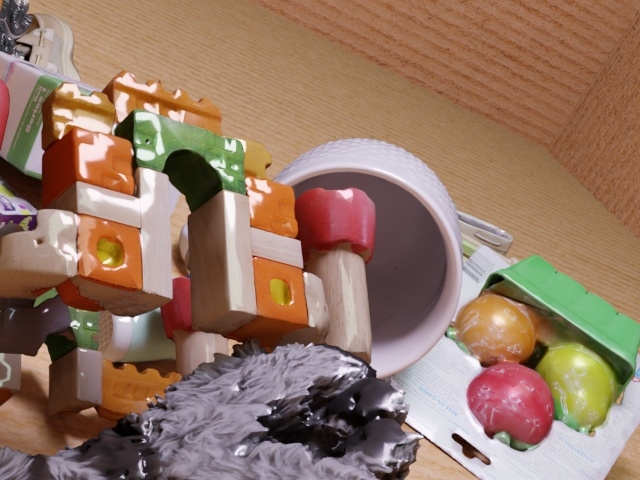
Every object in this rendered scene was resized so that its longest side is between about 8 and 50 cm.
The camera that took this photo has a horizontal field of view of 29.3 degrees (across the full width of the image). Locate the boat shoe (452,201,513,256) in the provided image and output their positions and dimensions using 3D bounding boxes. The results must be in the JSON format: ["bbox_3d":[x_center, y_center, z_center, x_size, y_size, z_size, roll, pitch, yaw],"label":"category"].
[{"bbox_3d":[0.220,-0.037,2.299,0.302,0.094,0.109,27,18,-15],"label":"boat shoe"}]

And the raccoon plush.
[{"bbox_3d":[-0.088,0.253,0.987,0.446,0.299,0.216,1,37,5],"label":"raccoon plush"}]

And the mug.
[{"bbox_3d":[0.000,0.000,1.614,0.374,0.276,0.328,0,15,6],"label":"mug"}]

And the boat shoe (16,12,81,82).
[{"bbox_3d":[-0.433,-0.269,1.833,0.098,0.109,0.302,22,26,-32],"label":"boat shoe"}]

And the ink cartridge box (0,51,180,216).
[{"bbox_3d":[-0.311,-0.138,1.543,0.201,0.117,0.278,19,5,-36],"label":"ink cartridge box"}]

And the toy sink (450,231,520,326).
[{"bbox_3d":[0.253,0.084,1.965,0.234,0.131,0.153,29,18,-9],"label":"toy sink"}]

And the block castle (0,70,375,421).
[{"bbox_3d":[-0.193,0.011,1.057,0.453,0.303,0.213,16,57,-37],"label":"block castle"}]

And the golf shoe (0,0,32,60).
[{"bbox_3d":[-0.476,-0.248,1.724,0.105,0.120,0.273,30,39,-27],"label":"golf shoe"}]

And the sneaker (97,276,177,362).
[{"bbox_3d":[-0.203,0.045,1.371,0.151,0.094,0.256,11,36,-35],"label":"sneaker"}]

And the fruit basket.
[{"bbox_3d":[0.264,0.193,1.648,0.327,0.165,0.353,35,52,13],"label":"fruit basket"}]

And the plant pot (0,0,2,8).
[{"bbox_3d":[-0.469,-0.260,1.455,0.205,0.188,0.205,29,18,-10],"label":"plant pot"}]

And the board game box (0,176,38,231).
[{"bbox_3d":[-0.502,-0.112,1.388,0.347,0.056,0.208,39,23,22],"label":"board game box"}]

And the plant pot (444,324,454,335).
[{"bbox_3d":[0.196,0.175,1.790,0.236,0.032,0.236,28,17,-10],"label":"plant pot"}]
